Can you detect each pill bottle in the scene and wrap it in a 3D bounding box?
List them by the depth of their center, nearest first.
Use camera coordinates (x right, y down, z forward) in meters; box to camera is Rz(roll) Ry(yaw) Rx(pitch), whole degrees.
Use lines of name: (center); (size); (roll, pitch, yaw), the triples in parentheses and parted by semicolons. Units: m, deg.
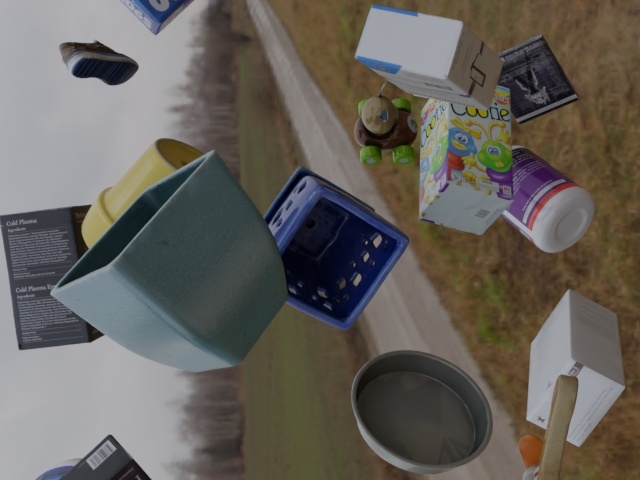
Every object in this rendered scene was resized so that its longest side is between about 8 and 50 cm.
pill bottle: (0.528, -0.122, 2.232); (0.323, 0.181, 0.182); (49, 146, 43)

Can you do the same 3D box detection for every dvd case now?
dvd case: (0.523, -0.397, 2.187); (0.221, 0.164, 0.018); (46, -144, -34)

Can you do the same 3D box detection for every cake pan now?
cake pan: (0.200, 0.349, 1.775); (0.293, 0.293, 0.054); (-98, 17, -47)

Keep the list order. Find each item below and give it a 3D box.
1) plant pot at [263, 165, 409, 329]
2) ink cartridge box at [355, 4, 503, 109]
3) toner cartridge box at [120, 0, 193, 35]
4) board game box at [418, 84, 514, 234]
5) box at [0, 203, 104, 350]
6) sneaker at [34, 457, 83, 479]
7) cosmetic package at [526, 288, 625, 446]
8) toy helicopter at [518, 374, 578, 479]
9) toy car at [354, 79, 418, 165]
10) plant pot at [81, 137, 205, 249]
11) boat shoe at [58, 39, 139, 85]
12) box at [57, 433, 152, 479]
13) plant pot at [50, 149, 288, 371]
plant pot: (0.000, 0.000, 1.746); (0.236, 0.236, 0.212); (-55, 26, 12)
ink cartridge box: (0.165, -0.266, 1.295); (0.203, 0.148, 0.086); (10, -82, -63)
toner cartridge box: (-0.383, -0.583, 1.691); (0.165, 0.348, 0.075); (-49, 10, -19)
board game box: (0.287, -0.175, 1.750); (0.144, 0.142, 0.275); (122, 158, -55)
box: (-0.597, 0.074, 2.111); (0.343, 0.178, 0.313); (-43, -55, -83)
sneaker: (-0.535, 0.549, 1.561); (0.130, 0.322, 0.236); (49, -164, -10)
cosmetic package: (0.649, 0.315, 2.248); (0.217, 0.156, 0.385); (-63, -1, 29)
toy helicopter: (0.415, 0.416, 1.594); (0.235, 0.140, 0.355); (2, -80, -77)
toy car: (0.152, -0.281, 1.986); (0.188, 0.148, 0.155); (88, -179, -67)
plant pot: (-0.320, -0.067, 1.786); (0.239, 0.254, 0.254); (-56, 21, 22)
boat shoe: (-0.399, -0.330, 1.589); (0.066, 0.066, 0.183); (51, -162, 12)
box: (-0.360, 0.464, 1.356); (0.103, 0.261, 0.184); (23, 149, 51)
plant pot: (-0.199, 0.060, 1.322); (0.247, 0.252, 0.247); (-18, 30, 52)
